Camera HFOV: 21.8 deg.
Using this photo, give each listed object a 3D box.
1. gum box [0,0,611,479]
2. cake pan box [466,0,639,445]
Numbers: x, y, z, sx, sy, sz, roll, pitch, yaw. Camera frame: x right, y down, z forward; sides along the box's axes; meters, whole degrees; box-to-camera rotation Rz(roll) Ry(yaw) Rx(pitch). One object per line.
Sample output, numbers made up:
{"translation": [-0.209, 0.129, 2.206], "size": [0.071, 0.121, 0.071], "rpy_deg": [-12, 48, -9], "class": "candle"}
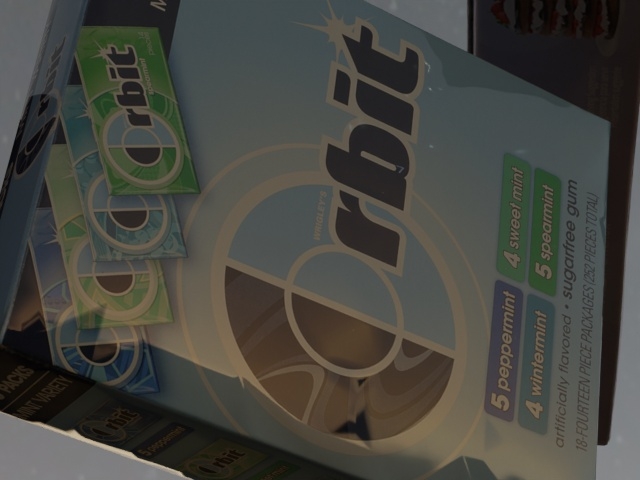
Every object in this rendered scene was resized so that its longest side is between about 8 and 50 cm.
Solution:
{"translation": [0.000, 0.000, 0.485], "size": [0.184, 0.157, 0.041], "rpy_deg": [23, -34, -22], "class": "gum box"}
{"translation": [0.103, -0.083, 0.699], "size": [0.070, 0.246, 0.267], "rpy_deg": [5, -50, 11], "class": "cake pan box"}
